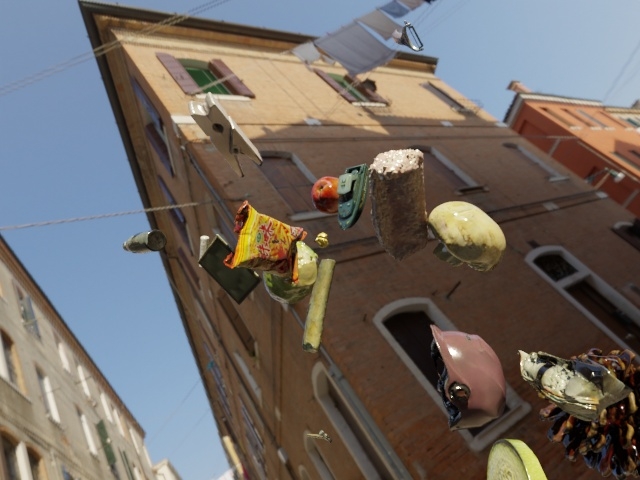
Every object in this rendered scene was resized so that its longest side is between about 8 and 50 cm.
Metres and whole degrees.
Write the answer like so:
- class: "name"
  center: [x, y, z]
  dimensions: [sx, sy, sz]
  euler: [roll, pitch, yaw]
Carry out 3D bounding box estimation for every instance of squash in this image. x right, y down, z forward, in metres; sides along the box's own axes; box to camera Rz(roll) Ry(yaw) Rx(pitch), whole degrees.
- class: "squash"
  center: [0.456, 0.595, 1.017]
  dimensions: [0.049, 0.251, 0.252]
  euler: [2, -39, -2]

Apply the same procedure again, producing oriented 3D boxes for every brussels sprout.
- class: "brussels sprout"
  center: [-0.133, 0.146, 2.106]
  dimensions: [0.276, 0.371, 0.314]
  euler: [-8, -72, -22]

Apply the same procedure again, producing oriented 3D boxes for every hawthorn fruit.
- class: "hawthorn fruit"
  center: [0.039, -0.193, 1.884]
  dimensions: [0.173, 0.172, 0.172]
  euler: [-27, -33, -19]

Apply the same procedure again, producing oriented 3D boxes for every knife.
- class: "knife"
  center: [0.315, -0.794, 1.700]
  dimensions: [0.053, 0.278, 0.123]
  euler: [-30, -63, 8]

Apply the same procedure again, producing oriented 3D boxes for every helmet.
- class: "helmet"
  center: [0.453, 0.409, 1.335]
  dimensions: [0.198, 0.337, 0.271]
  euler: [-8, 13, 9]

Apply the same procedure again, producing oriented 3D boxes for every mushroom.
- class: "mushroom"
  center: [0.259, -0.005, 0.788]
  dimensions: [0.148, 0.148, 0.112]
  euler: [12, -64, -52]

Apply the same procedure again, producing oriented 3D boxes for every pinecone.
- class: "pinecone"
  center: [0.875, 0.534, 1.366]
  dimensions: [0.398, 0.397, 0.397]
  euler: [-27, -33, -19]

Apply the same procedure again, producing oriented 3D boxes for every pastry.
- class: "pastry"
  center: [0.137, -0.075, 0.788]
  dimensions: [0.103, 0.112, 0.265]
  euler: [-16, -36, -2]

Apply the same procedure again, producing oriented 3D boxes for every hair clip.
- class: "hair clip"
  center: [-0.300, -0.333, 1.414]
  dimensions: [0.101, 0.085, 0.330]
  euler: [-24, -32, 8]

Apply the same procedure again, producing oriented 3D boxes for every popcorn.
- class: "popcorn"
  center: [0.000, 0.000, 2.374]
  dimensions: [0.084, 0.084, 0.084]
  euler: [-27, -33, -19]

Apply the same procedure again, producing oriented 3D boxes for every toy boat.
- class: "toy boat"
  center: [0.062, -0.084, 0.877]
  dimensions: [0.060, 0.055, 0.141]
  euler: [25, -110, -39]

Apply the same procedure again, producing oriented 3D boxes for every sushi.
- class: "sushi"
  center: [0.543, 0.330, 1.015]
  dimensions: [0.134, 0.273, 0.109]
  euler: [33, -102, -20]

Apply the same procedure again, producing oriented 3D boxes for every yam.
- class: "yam"
  center: [-0.006, 0.245, 1.696]
  dimensions: [0.083, 0.371, 0.083]
  euler: [9, -27, 5]

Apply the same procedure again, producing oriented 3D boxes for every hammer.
- class: "hammer"
  center: [-0.009, 0.734, 1.641]
  dimensions: [0.017, 0.062, 0.182]
  euler: [-53, 6, -31]

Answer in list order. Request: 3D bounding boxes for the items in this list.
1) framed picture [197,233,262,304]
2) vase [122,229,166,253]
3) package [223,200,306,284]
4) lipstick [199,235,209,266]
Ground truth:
- class: "framed picture"
  center: [-0.333, 0.109, 1.594]
  dimensions: [0.173, 0.231, 0.010]
  euler: [-45, -3, 33]
- class: "vase"
  center: [-0.491, 0.009, 1.198]
  dimensions: [0.060, 0.059, 0.212]
  euler: [-4, -2, -44]
- class: "package"
  center: [-0.179, 0.020, 1.464]
  dimensions: [0.288, 0.223, 0.109]
  euler: [23, -23, -33]
- class: "lipstick"
  center: [-0.527, 0.051, 1.987]
  dimensions: [0.040, 0.040, 0.141]
  euler: [-6, -73, -42]
